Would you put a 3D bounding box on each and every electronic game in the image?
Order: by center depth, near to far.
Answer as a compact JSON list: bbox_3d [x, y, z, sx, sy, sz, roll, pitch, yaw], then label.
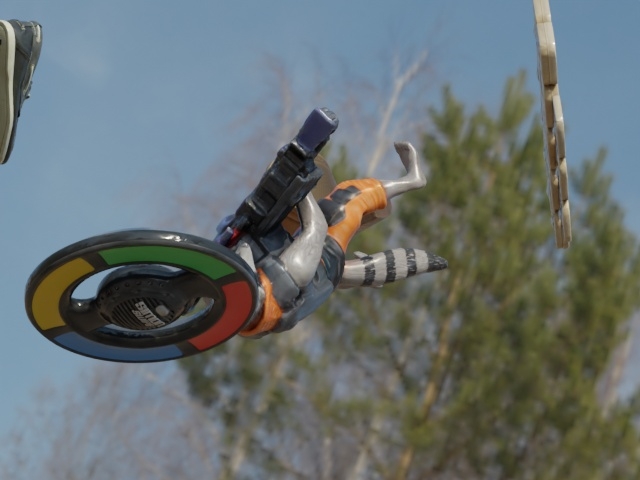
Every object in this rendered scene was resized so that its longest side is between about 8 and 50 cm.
[{"bbox_3d":[-0.174,0.058,1.621,0.229,0.048,0.229,-4,-34,-3],"label":"electronic game"}]

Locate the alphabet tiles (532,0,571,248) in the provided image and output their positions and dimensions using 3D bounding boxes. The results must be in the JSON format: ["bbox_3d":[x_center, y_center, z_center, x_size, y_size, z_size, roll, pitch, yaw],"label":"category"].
[{"bbox_3d":[0.272,-0.137,1.951,0.021,0.278,0.284,-6,-56,7],"label":"alphabet tiles"}]

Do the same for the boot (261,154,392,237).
[{"bbox_3d":[-0.058,-0.029,2.227,0.220,0.109,0.283,-25,-11,26],"label":"boot"}]

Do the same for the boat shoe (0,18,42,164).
[{"bbox_3d":[-0.462,-0.217,2.467,0.084,0.079,0.233,28,-63,34],"label":"boat shoe"}]

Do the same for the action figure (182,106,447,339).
[{"bbox_3d":[0.000,0.000,1.833,0.178,0.330,0.341,51,-43,14],"label":"action figure"}]
